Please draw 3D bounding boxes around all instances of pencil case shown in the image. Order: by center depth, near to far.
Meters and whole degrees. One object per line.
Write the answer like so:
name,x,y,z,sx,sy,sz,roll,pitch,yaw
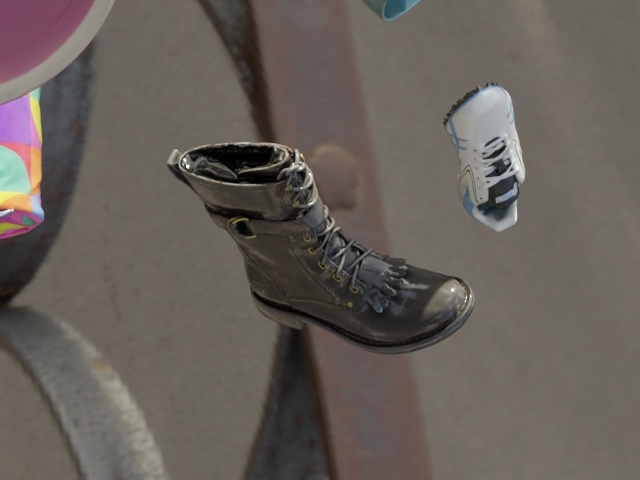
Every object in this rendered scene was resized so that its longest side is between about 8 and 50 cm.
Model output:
pencil case,-0.278,-0.115,1.305,0.104,0.104,0.236,5,74,-34

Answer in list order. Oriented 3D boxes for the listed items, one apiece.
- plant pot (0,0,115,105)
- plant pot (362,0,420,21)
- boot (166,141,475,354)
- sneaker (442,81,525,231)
plant pot,-0.167,-0.138,0.604,0.201,0.180,0.201,-17,124,-26
plant pot,0.080,-0.386,1.549,0.195,0.290,0.290,40,57,6
boot,0.000,0.000,1.492,0.229,0.263,0.091,66,37,-47
sneaker,0.190,-0.092,1.754,0.085,0.237,0.086,-31,61,-7
